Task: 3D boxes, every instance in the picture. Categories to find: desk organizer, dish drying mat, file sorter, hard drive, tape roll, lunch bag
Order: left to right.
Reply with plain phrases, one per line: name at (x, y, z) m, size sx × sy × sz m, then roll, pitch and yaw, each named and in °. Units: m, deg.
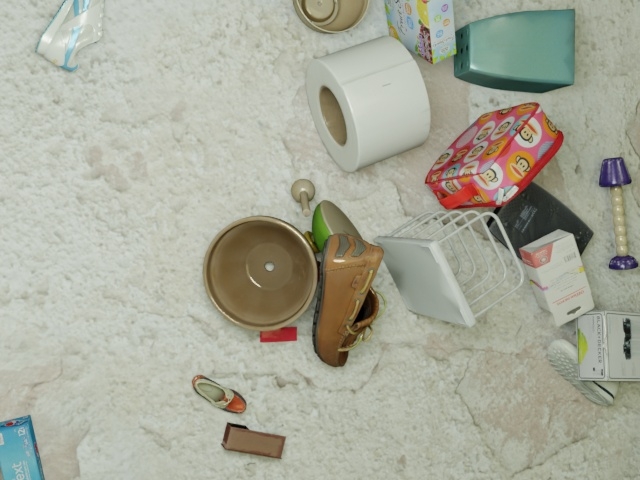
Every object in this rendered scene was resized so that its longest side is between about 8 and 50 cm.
desk organizer at (-0.144, 0.434, 1.665) m, size 0.130 × 0.047 × 0.050 m, roll 15°, pitch 86°, yaw -18°
dish drying mat at (-0.092, 0.207, 1.688) m, size 0.083 × 0.008 × 0.032 m, roll -1°, pitch 94°, yaw -19°
tape roll at (0.096, -0.283, 1.598) m, size 0.169 × 0.246 × 0.246 m, roll -22°, pitch 99°, yaw -16°
file sorter at (0.276, 0.044, 1.658) m, size 0.173 × 0.277 × 0.193 m, roll -31°, pitch 102°, yaw -16°
lunch bag at (0.355, -0.164, 1.658) m, size 0.120 × 0.293 × 0.258 m, roll 46°, pitch 77°, yaw -14°
hard drive at (0.523, -0.024, 1.848) m, size 0.254 × 0.054 × 0.172 m, roll 34°, pitch 83°, yaw -18°

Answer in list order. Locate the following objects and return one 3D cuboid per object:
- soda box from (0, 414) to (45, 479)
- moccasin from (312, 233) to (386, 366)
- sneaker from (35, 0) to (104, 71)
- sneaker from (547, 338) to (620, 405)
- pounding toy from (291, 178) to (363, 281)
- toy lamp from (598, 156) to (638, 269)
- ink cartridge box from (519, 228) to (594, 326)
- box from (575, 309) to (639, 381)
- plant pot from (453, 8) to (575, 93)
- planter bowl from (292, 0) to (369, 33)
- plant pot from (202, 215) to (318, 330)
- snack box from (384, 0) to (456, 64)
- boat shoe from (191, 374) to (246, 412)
soda box at (-0.584, 0.459, 1.511) m, size 0.067 × 0.071 × 0.210 m, roll -11°, pitch 97°, yaw -16°
moccasin at (0.064, 0.136, 1.578) m, size 0.147 × 0.139 × 0.380 m, roll 9°, pitch 132°, yaw 2°
sneaker at (-0.459, -0.440, 1.499) m, size 0.092 × 0.087 × 0.229 m, roll 33°, pitch 90°, yaw -24°
sneaker at (0.654, 0.308, 1.904) m, size 0.235 × 0.090 × 0.095 m, roll 44°, pitch 68°, yaw -19°
pounding toy at (0.000, 0.000, 1.640) m, size 0.110 × 0.183 × 0.237 m, roll -35°, pitch 117°, yaw 17°
toy lamp at (0.737, -0.068, 1.905) m, size 0.080 × 0.080 × 0.275 m, roll -9°, pitch 98°, yaw -17°
ink cartridge box at (0.558, 0.089, 1.809) m, size 0.115 × 0.067 × 0.198 m, roll -24°, pitch 105°, yaw -8°
box at (0.754, 0.261, 1.875) m, size 0.290 × 0.087 × 0.169 m, roll 6°, pitch 79°, yaw -32°
plant pot at (0.429, -0.426, 1.745) m, size 0.234 × 0.165 × 0.166 m, roll -2°, pitch 94°, yaw -10°
planter bowl at (0.009, -0.511, 1.626) m, size 0.162 × 0.109 × 0.162 m, roll -1°, pitch 94°, yaw -19°
plant pot at (-0.115, 0.063, 1.599) m, size 0.237 × 0.110 × 0.237 m, roll 1°, pitch 97°, yaw 9°
snack box at (0.203, -0.500, 1.615) m, size 0.070 × 0.174 × 0.207 m, roll -27°, pitch 134°, yaw -15°
boat shoe at (-0.214, 0.331, 1.638) m, size 0.137 × 0.043 × 0.049 m, roll 36°, pitch 80°, yaw -18°
